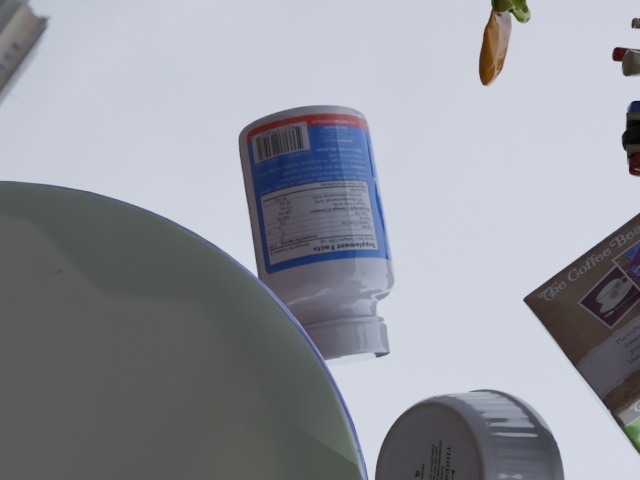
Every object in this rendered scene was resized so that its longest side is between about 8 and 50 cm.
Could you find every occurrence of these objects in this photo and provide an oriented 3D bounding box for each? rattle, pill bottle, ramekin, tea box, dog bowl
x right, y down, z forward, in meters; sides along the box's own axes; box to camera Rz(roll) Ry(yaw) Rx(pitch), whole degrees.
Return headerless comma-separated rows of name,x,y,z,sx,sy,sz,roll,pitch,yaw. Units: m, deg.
rattle,0.271,-0.253,1.214,0.130,0.200,0.142,70,18,-80
pill bottle,0.000,0.000,1.015,0.124,0.124,0.221,-20,-105,45
ramekin,0.188,0.331,1.534,0.273,0.127,0.272,-22,-118,47
tea box,0.487,0.119,1.399,0.329,0.323,0.220,-38,-139,7
dog bowl,-0.114,0.113,0.363,0.104,0.265,0.264,92,10,-56

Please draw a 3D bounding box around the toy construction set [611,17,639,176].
toy construction set,0.577,-0.202,1.628,0.308,0.237,0.257,-95,-167,-51
